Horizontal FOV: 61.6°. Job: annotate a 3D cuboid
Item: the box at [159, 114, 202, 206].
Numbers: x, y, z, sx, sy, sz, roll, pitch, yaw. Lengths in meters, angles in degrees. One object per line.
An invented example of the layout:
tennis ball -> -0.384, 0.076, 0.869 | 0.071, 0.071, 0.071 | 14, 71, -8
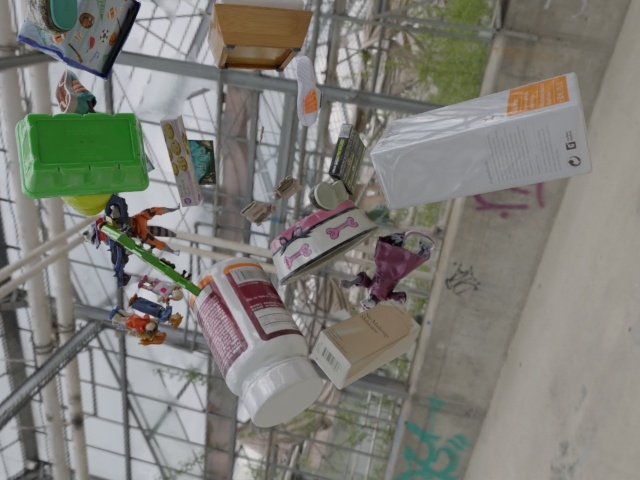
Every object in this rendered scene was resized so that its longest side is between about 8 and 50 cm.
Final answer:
box -> -0.489, -0.278, 1.897 | 0.063, 0.067, 0.324 | -84, -12, -62

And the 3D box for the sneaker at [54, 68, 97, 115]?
sneaker -> -0.925, -0.543, 2.042 | 0.108, 0.121, 0.302 | -49, 47, 21

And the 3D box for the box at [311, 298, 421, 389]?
box -> 0.142, 0.307, 1.630 | 0.311, 0.148, 0.121 | -19, -39, -39

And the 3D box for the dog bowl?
dog bowl -> 0.000, 0.000, 1.927 | 0.150, 0.407, 0.408 | 60, -176, 7

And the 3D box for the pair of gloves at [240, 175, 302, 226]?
pair of gloves -> -0.167, -0.143, 1.958 | 0.240, 0.042, 0.204 | -38, -10, -1

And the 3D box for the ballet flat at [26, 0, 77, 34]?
ballet flat -> -0.766, -0.843, 1.519 | 0.164, 0.181, 0.483 | -26, -45, -65

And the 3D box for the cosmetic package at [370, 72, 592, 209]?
cosmetic package -> 0.372, -0.228, 1.261 | 0.162, 0.452, 0.230 | 67, -150, -24

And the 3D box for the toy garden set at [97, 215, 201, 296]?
toy garden set -> -0.410, 0.027, 1.281 | 0.244, 0.203, 0.049 | 45, -107, -38

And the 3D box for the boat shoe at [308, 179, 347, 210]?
boat shoe -> 0.009, -0.120, 1.484 | 0.227, 0.068, 0.081 | -26, -80, -68

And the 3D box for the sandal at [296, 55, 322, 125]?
sandal -> -0.035, -0.588, 2.119 | 0.076, 0.101, 0.266 | -23, -63, -47

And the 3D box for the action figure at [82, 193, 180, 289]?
action figure -> -0.679, 0.003, 1.937 | 0.178, 0.329, 0.342 | 174, 97, -69

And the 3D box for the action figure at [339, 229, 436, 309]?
action figure -> 0.247, 0.128, 2.073 | 0.275, 0.248, 0.370 | -42, -19, -58

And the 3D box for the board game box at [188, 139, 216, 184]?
board game box -> -0.489, -0.315, 2.169 | 0.026, 0.126, 0.186 | 151, 114, -69

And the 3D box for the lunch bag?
lunch bag -> -0.799, -0.753, 1.874 | 0.328, 0.238, 0.385 | -63, -2, 5

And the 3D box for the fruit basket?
fruit basket -> -0.734, -0.238, 1.679 | 0.392, 0.391, 0.283 | 29, -128, -82

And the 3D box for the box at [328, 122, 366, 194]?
box -> 0.095, -0.279, 1.862 | 0.184, 0.045, 0.191 | 42, -118, -66

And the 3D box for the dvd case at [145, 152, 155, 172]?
dvd case -> -0.760, -0.309, 2.239 | 0.087, 0.119, 0.013 | 62, -170, -13

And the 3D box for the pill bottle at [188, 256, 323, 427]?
pill bottle -> -0.166, 0.250, 1.363 | 0.392, 0.223, 0.224 | 54, 156, 34

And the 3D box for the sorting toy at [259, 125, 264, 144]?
sorting toy -> -0.240, -0.443, 2.210 | 0.062, 0.012, 0.083 | 120, 158, -66

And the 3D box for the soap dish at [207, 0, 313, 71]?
soap dish -> -0.162, -0.511, 1.352 | 0.291, 0.228, 0.118 | -165, 73, -75

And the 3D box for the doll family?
doll family -> -0.498, 0.224, 1.588 | 0.263, 0.163, 0.118 | -66, -1, -58
